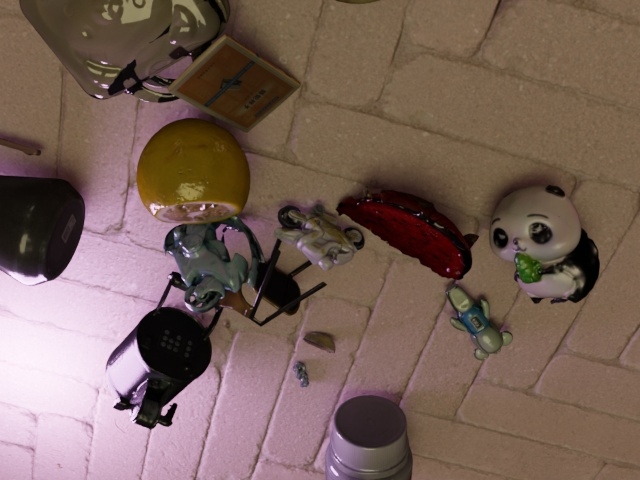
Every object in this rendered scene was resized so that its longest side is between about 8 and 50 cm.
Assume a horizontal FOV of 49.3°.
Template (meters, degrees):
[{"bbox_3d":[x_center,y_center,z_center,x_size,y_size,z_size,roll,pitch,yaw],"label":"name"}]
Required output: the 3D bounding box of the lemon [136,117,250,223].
[{"bbox_3d":[-0.271,-0.156,1.497,0.240,0.219,0.240,-6,166,-1],"label":"lemon"}]

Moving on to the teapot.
[{"bbox_3d":[-0.732,-0.078,1.581,0.344,0.253,0.300,18,88,-2],"label":"teapot"}]

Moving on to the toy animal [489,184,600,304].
[{"bbox_3d":[0.500,0.011,1.572,0.212,0.212,0.267,-34,118,21],"label":"toy animal"}]

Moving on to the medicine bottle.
[{"bbox_3d":[0.134,0.610,1.941,0.245,0.245,0.306,0,121,3],"label":"medicine bottle"}]

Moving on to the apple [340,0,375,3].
[{"bbox_3d":[0.057,-0.569,1.182,0.277,0.319,0.319,-45,112,1],"label":"apple"}]

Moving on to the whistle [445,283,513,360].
[{"bbox_3d":[0.392,0.202,1.779,0.114,0.077,0.236,-35,108,12],"label":"whistle"}]

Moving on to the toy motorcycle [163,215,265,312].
[{"bbox_3d":[-0.242,0.033,1.594,0.206,0.260,0.154,-25,143,-8],"label":"toy motorcycle"}]

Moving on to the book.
[{"bbox_3d":[-0.172,-0.315,1.434,0.170,0.018,0.241,-36,150,23],"label":"book"}]

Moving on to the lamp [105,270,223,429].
[{"bbox_3d":[-0.419,0.301,1.796,0.205,0.374,0.272,30,151,-22],"label":"lamp"}]

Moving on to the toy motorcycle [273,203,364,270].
[{"bbox_3d":[0.000,0.000,1.626,0.228,0.151,0.074,20,142,-18],"label":"toy motorcycle"}]

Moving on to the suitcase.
[{"bbox_3d":[-0.353,-0.430,1.353,0.351,0.194,0.339,-24,120,17],"label":"suitcase"}]

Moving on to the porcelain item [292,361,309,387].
[{"bbox_3d":[-0.054,0.370,1.930,0.036,0.028,0.083,-18,119,-6],"label":"porcelain item"}]

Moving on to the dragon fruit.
[{"bbox_3d":[0.232,-0.032,1.587,0.343,0.282,0.100,34,76,-16],"label":"dragon fruit"}]

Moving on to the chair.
[{"bbox_3d":[-0.115,0.102,1.690,0.172,0.159,0.247,33,117,-13],"label":"chair"}]

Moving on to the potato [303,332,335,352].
[{"bbox_3d":[0.002,0.269,1.864,0.093,0.036,0.037,21,159,10],"label":"potato"}]
